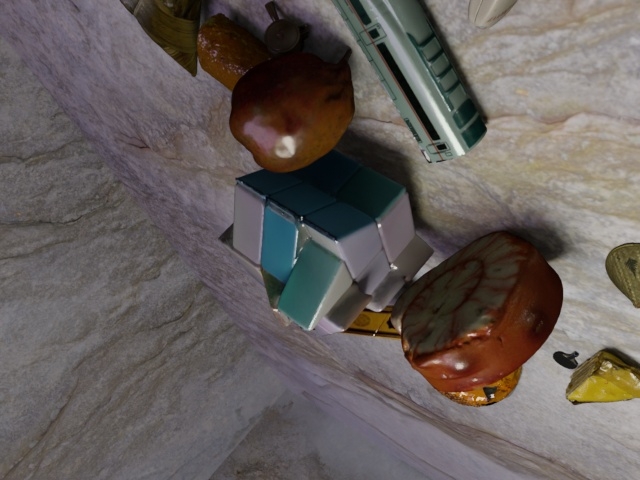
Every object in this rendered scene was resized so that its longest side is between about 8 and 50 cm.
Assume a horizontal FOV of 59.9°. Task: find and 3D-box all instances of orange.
[{"bbox_3d":[0.331,0.258,1.243,0.235,0.182,0.234,13,134,14],"label":"orange"}]

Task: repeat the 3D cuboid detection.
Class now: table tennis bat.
[{"bbox_3d":[0.521,0.250,1.171,0.050,0.007,0.083,38,158,15],"label":"table tennis bat"}]

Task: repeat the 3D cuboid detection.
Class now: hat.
[{"bbox_3d":[0.495,0.080,0.845,0.146,0.067,0.146,35,156,19],"label":"hat"}]

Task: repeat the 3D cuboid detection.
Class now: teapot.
[{"bbox_3d":[-0.064,-0.383,1.010,0.080,0.085,0.110,44,-155,-77],"label":"teapot"}]

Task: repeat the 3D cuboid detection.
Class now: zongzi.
[{"bbox_3d":[-0.274,-0.453,1.111,0.286,0.134,0.288,21,148,48],"label":"zongzi"}]

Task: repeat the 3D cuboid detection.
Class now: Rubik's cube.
[{"bbox_3d":[0.000,0.000,1.144,0.387,0.358,0.368,34,162,32],"label":"Rubik's cube"}]

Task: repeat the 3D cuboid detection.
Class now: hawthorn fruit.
[{"bbox_3d":[-0.038,-0.244,0.977,0.208,0.248,0.208,43,-160,-20],"label":"hawthorn fruit"}]

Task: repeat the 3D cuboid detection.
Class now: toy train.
[{"bbox_3d":[0.109,-0.301,0.802,0.407,0.086,0.088,53,156,-21],"label":"toy train"}]

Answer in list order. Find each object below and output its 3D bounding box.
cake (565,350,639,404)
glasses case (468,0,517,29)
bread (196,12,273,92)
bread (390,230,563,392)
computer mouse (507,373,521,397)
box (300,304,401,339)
[{"bbox_3d":[0.568,0.278,1.088,0.116,0.079,0.184,22,141,17],"label":"cake"},{"bbox_3d":[0.214,-0.321,0.604,0.051,0.081,0.204,40,159,15],"label":"glasses case"},{"bbox_3d":[-0.161,-0.362,1.125,0.172,0.103,0.132,39,157,9],"label":"bread"},{"bbox_3d":[0.269,0.117,0.980,0.114,0.295,0.327,48,-172,-10],"label":"bread"},{"bbox_3d":[0.444,0.330,1.388,0.102,0.045,0.199,30,152,30],"label":"computer mouse"},{"bbox_3d":[0.126,0.204,1.426,0.302,0.083,0.193,1,172,32],"label":"box"}]
